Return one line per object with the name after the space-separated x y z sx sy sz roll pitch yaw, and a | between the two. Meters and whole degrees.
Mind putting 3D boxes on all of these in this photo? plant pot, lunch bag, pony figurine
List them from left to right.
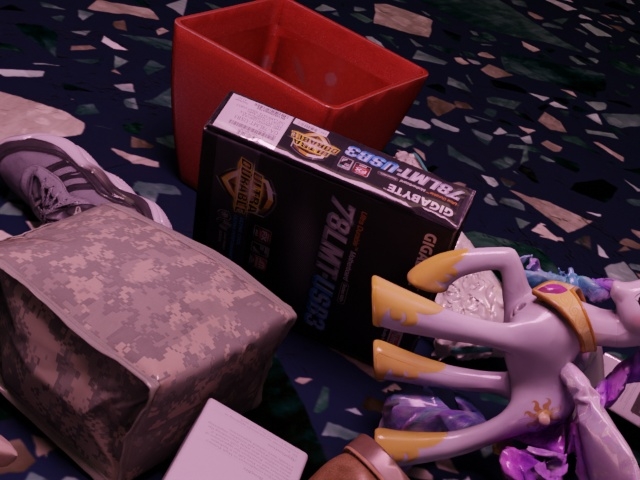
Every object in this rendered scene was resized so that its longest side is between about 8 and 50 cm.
-0.217 0.084 1.279 0.287 0.168 0.235 37 33 20 | lunch bag
-0.052 -0.165 1.732 0.267 0.235 0.267 31 31 21 | plant pot
0.237 0.158 1.306 0.364 0.350 0.302 -1 26 2 | pony figurine

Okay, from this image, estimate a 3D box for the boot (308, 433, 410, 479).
0.091 0.325 1.155 0.115 0.112 0.305 -34 58 -20 | boot

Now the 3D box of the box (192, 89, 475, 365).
0.000 0.000 1.421 0.293 0.295 0.073 25 52 8 | box

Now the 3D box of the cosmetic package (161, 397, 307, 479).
-0.096 0.248 1.115 0.117 0.085 0.231 30 24 0 | cosmetic package

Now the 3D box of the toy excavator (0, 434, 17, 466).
-0.098 0.302 0.889 0.445 0.222 0.432 -14 77 -2 | toy excavator

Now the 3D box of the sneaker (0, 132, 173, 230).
-0.317 -0.038 1.492 0.269 0.101 0.153 31 28 15 | sneaker

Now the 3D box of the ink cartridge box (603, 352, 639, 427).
0.418 0.208 1.517 0.180 0.060 0.104 31 4 20 | ink cartridge box

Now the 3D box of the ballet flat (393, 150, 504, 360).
0.134 0.014 1.659 0.147 0.147 0.409 6 31 -23 | ballet flat
